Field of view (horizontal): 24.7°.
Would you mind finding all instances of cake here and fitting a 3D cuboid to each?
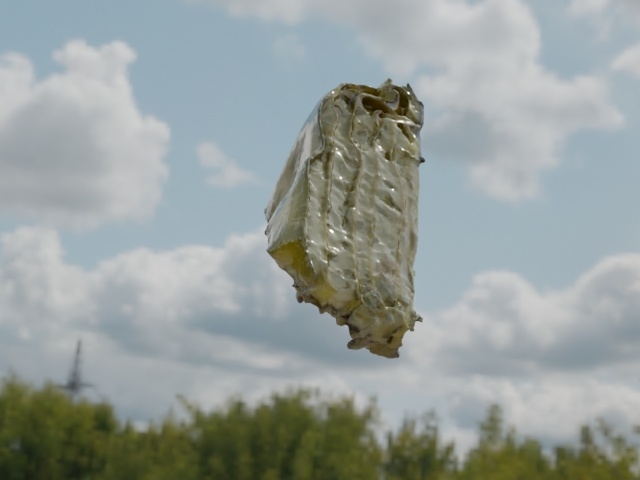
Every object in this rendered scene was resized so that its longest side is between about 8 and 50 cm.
[{"bbox_3d":[-0.004,-0.002,0.711,0.080,0.185,0.116,25,-46,-22],"label":"cake"}]
